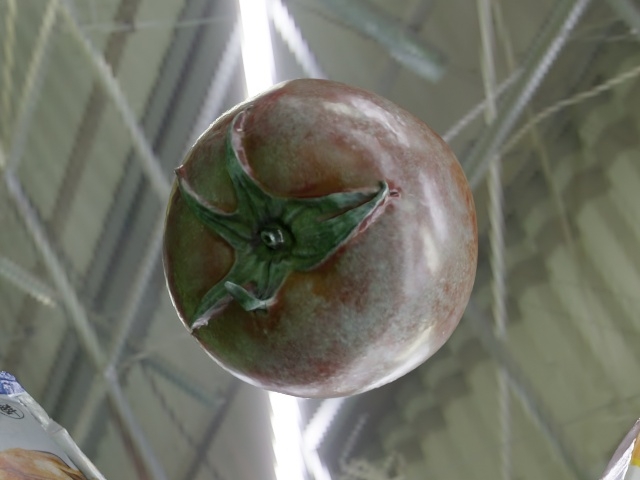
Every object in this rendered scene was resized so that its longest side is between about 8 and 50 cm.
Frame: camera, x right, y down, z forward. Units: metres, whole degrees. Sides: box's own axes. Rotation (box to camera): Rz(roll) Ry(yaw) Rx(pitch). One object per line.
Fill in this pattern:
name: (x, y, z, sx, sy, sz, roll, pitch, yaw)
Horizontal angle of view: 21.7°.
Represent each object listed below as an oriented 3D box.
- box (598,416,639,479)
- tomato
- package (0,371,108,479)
box: (0.260, 0.261, 1.110, 0.225, 0.341, 0.143, 35, -72, 9)
tomato: (0.000, 0.000, 1.639, 0.317, 0.282, 0.316, 2, -86, 26)
package: (-0.221, 0.143, 1.091, 0.173, 0.171, 0.027, 44, -64, 29)
